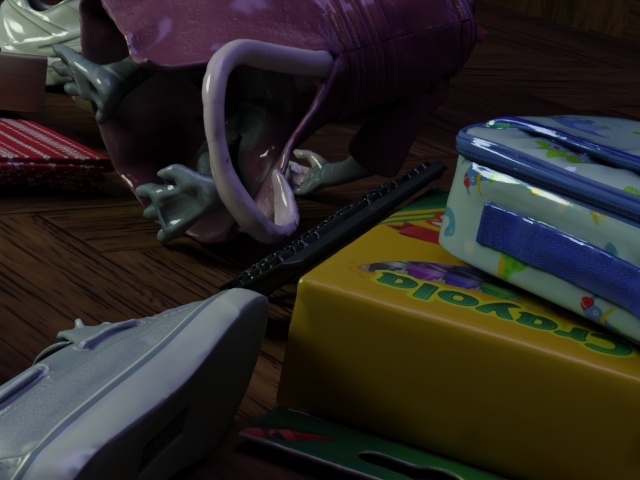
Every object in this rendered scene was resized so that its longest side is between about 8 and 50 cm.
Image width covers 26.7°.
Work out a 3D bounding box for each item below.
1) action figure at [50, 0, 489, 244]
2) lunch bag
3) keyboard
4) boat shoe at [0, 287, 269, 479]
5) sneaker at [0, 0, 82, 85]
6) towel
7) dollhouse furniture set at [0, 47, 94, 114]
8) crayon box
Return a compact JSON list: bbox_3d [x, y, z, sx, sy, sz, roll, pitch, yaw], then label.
[{"bbox_3d":[0.004,-0.153,1.001,0.370,0.248,0.275,-22,10,-27],"label":"action figure"},{"bbox_3d":[0.183,-0.004,0.714,0.176,0.090,0.219,-8,25,-42],"label":"lunch bag"},{"bbox_3d":[0.000,0.000,0.856,0.180,0.108,0.023,-32,87,-48],"label":"keyboard"},{"bbox_3d":[-0.093,0.066,0.599,0.081,0.079,0.227,20,22,15],"label":"boat shoe"},{"bbox_3d":[-0.212,-0.198,1.323,0.232,0.115,0.090,10,17,-3],"label":"sneaker"},{"bbox_3d":[-0.318,-0.074,1.000,0.275,0.031,0.199,-2,19,-41],"label":"towel"},{"bbox_3d":[-0.270,-0.271,1.159,0.286,0.303,0.198,2,11,-28],"label":"dollhouse furniture set"},{"bbox_3d":[0.109,0.057,0.757,0.202,0.081,0.318,16,18,15],"label":"crayon box"}]
